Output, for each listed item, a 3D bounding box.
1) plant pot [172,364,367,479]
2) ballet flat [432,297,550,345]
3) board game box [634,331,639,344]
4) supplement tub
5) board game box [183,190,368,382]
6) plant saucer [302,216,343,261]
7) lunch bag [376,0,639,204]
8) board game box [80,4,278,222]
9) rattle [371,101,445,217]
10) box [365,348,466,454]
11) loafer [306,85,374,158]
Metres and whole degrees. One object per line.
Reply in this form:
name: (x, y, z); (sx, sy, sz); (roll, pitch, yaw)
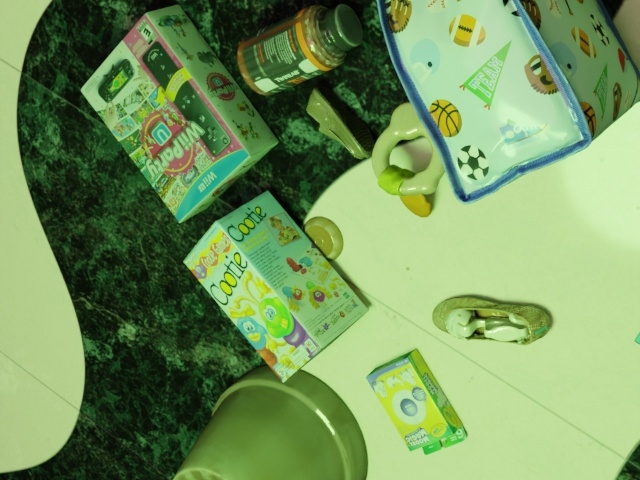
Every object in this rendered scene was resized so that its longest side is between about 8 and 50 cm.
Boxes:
plant pot: (-0.117, 0.426, 1.973); (0.323, 0.280, 0.323); (11, 113, 28)
ballet flat: (0.262, 0.132, 1.748); (0.206, 0.067, 0.073); (-3, 108, 33)
board game box: (0.583, 0.132, 1.561); (0.210, 0.047, 0.160); (32, 123, 17)
supplement tub: (-0.031, -0.308, 1.732); (0.198, 0.106, 0.106); (-17, 99, 36)
board game box: (-0.078, 0.079, 1.883); (0.275, 0.144, 0.142); (50, 136, 6)
plant saucer: (0.000, 0.000, 1.892); (0.083, 0.015, 0.083); (12, 115, 28)
lunch bag: (0.239, -0.292, 1.432); (0.239, 0.328, 0.385); (-27, 92, 32)
board game box: (-0.249, -0.220, 1.911); (0.224, 0.097, 0.303); (-39, 87, 37)
rattle: (0.165, -0.154, 1.722); (0.130, 0.142, 0.200); (-10, 67, 41)
box: (0.167, 0.288, 1.887); (0.105, 0.043, 0.179); (-31, 92, 37)
loafer: (0.031, -0.186, 1.776); (0.148, 0.056, 0.050); (54, 128, 15)
